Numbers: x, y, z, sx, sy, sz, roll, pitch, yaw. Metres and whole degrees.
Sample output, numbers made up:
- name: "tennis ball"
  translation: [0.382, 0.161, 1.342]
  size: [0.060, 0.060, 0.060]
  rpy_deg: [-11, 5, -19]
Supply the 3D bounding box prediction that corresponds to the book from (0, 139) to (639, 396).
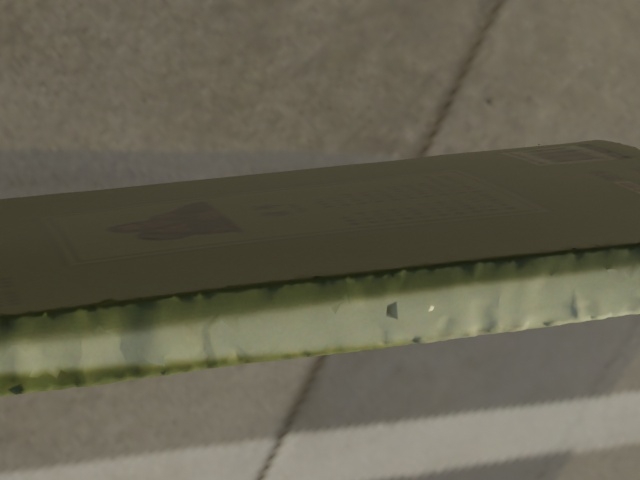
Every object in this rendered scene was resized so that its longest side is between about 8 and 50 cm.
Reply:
- name: "book"
  translation: [0.000, 0.000, 0.712]
  size: [0.352, 0.239, 0.035]
  rpy_deg: [-7, 104, -13]
